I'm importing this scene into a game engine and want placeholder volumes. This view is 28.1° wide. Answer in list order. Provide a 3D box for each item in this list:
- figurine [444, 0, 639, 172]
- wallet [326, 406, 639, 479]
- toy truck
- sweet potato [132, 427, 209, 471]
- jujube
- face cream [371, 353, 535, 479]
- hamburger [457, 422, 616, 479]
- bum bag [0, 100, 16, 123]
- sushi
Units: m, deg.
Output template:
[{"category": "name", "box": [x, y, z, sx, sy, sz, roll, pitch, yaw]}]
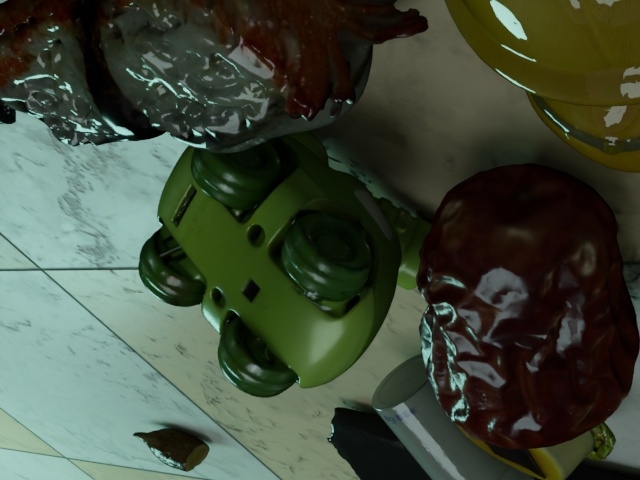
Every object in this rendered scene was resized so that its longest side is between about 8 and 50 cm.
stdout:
[{"category": "figurine", "box": [0.136, -0.123, 0.558, 0.192, 0.167, 0.257, 43, 165, 30]}, {"category": "wallet", "box": [0.191, 0.265, 1.320, 0.377, 0.051, 0.197, 11, 147, 30]}, {"category": "toy truck", "box": [-0.019, -0.006, 0.915, 0.187, 0.210, 0.148, 37, 126, 6]}, {"category": "sweet potato", "box": [-0.199, 0.267, 1.660, 0.117, 0.049, 0.049, 13, 150, 32]}, {"category": "jujube", "box": [0.142, 0.045, 0.881, 0.155, 0.155, 0.230, 14, 142, 23]}, {"category": "face cream", "box": [0.150, 0.219, 1.186, 0.250, 0.077, 0.077, 52, 146, -16]}, {"category": "hamburger", "box": [0.183, 0.147, 1.090, 0.126, 0.081, 0.141, 45, 159, -29]}, {"category": "bum bag", "box": [-0.362, -0.164, 1.034, 0.123, 0.060, 0.248, -4, 141, 43]}, {"category": "sushi", "box": [-0.096, -0.125, 0.808, 0.332, 0.124, 0.130, 0, 132, 43]}]
